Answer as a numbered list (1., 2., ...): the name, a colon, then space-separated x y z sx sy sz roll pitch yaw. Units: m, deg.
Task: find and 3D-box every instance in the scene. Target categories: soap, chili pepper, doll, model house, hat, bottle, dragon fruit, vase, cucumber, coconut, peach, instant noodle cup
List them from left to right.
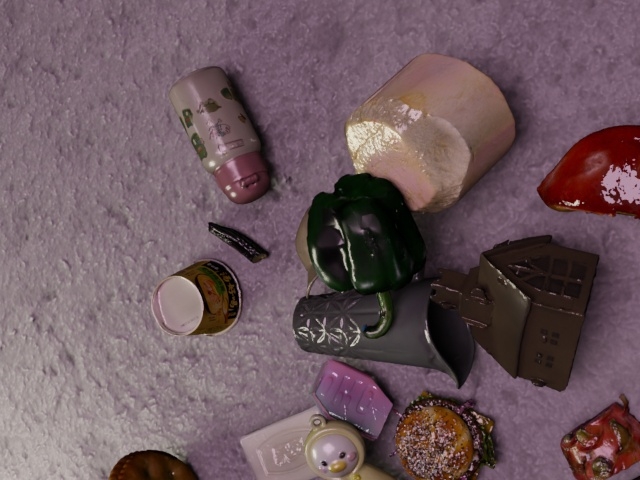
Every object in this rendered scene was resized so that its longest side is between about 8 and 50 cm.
1. instant noodle cup: -0.240 0.114 2.000 0.151 0.122 0.151 3 96 27
2. bottle: -0.177 -0.186 1.957 0.120 0.120 0.253 -30 81 24
3. cucumber: -0.157 0.000 2.004 0.135 0.033 0.034 37 69 19
4. soap: -0.044 0.382 1.953 0.183 0.064 0.121 -27 81 23
5. hat: 0.000 0.000 1.857 0.166 0.173 0.144 -37 83 21
6. soap: 0.052 0.277 1.880 0.149 0.056 0.100 26 74 5
7. doll: 0.059 0.424 1.835 0.141 0.117 0.296 -27 110 17
8. chili pepper: 0.081 0.028 1.703 0.173 0.165 0.261 -2 121 35
9. vase: 0.100 0.131 1.832 0.300 0.156 0.251 -4 96 32
10. coconut: 0.183 -0.182 1.727 0.239 0.244 0.239 32 146 25
11. model house: 0.303 0.080 1.690 0.243 0.204 0.211 14 140 14
12. dragon fruit: 0.446 0.328 1.698 0.147 0.096 0.102 -37 74 21
13. peach: 0.469 -0.104 1.639 0.267 0.159 0.154 13 92 26

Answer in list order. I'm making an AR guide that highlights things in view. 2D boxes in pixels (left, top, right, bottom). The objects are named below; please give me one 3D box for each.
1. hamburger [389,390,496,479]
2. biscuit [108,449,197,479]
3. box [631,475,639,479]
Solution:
1. hamburger: 0.207 0.349 1.815 0.189 0.093 0.164 6 95 23
2. biscuit: -0.306 0.496 2.001 0.066 0.220 0.220 -30 80 28
3. box: 0.529 0.428 1.680 0.224 0.069 0.120 -35 78 24
